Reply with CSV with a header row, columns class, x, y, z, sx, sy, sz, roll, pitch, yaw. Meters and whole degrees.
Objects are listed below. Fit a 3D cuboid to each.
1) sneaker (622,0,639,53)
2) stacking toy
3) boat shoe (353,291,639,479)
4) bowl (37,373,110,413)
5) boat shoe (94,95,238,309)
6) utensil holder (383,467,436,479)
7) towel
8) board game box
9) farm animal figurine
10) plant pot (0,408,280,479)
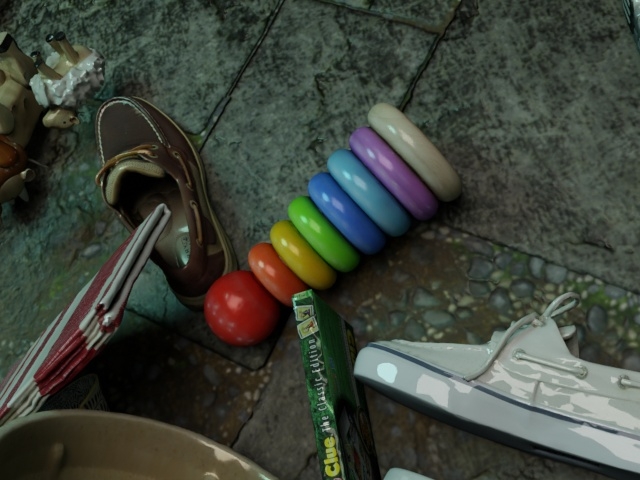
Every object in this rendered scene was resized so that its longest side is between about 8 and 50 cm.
class,x,y,z,sx,sy,sz,roll,pitch,yaw
sneaker,0.423,-0.222,1.030,0.132,0.086,0.228,-12,63,12
stacking toy,0.000,0.000,1.068,0.330,0.141,0.141,-43,60,4
boat shoe,0.222,0.127,0.923,0.367,0.136,0.156,14,73,22
bowl,-0.298,0.242,1.080,0.170,0.080,0.170,-37,16,12
boat shoe,-0.215,-0.072,1.175,0.123,0.123,0.342,-30,61,6
utensil holder,0.108,0.423,0.737,0.328,0.327,0.385,20,73,26
towel,-0.289,0.120,1.033,0.329,0.037,0.237,-44,16,24
board game box,0.024,0.192,0.967,0.030,0.136,0.259,-19,62,16
farm animal figurine,-0.474,-0.135,1.285,0.330,0.172,0.326,9,59,31
plant pot,-0.197,0.373,0.870,0.334,0.334,0.305,26,101,27
